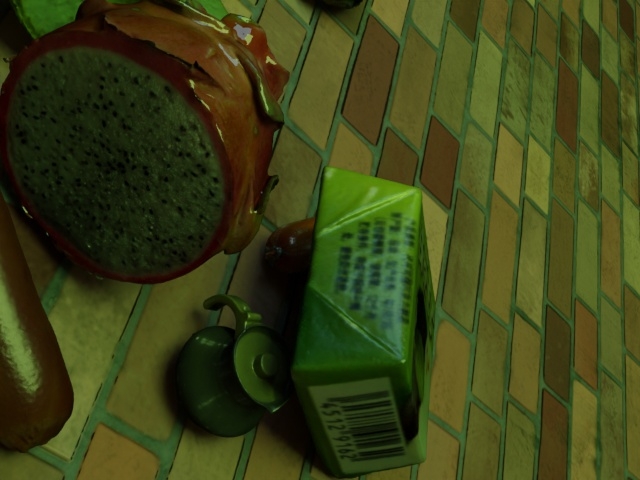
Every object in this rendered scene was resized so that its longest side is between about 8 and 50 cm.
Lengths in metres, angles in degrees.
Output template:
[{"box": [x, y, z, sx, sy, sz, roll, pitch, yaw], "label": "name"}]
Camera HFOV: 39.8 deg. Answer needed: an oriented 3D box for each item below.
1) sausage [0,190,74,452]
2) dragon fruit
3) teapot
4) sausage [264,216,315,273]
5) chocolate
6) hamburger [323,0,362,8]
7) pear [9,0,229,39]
[{"box": [-0.316, 0.055, 0.842, 0.089, 0.083, 0.300, -22, 89, -63], "label": "sausage"}, {"box": [-0.164, -0.124, 0.946, 0.305, 0.305, 0.226, 55, 33, -13], "label": "dragon fruit"}, {"box": [-0.100, 0.139, 1.014, 0.130, 0.119, 0.166, 11, 62, -46], "label": "teapot"}, {"box": [0.000, 0.000, 1.238, 0.234, 0.071, 0.071, -18, 85, -50], "label": "sausage"}, {"box": [0.064, 0.108, 1.102, 0.301, 0.137, 0.289, 76, 18, -52], "label": "chocolate"}, {"box": [0.035, -0.488, 1.490, 0.215, 0.122, 0.189, -35, 105, -54], "label": "hamburger"}, {"box": [-0.268, -0.316, 1.058, 0.288, 0.139, 0.239, 16, 45, -39], "label": "pear"}]
